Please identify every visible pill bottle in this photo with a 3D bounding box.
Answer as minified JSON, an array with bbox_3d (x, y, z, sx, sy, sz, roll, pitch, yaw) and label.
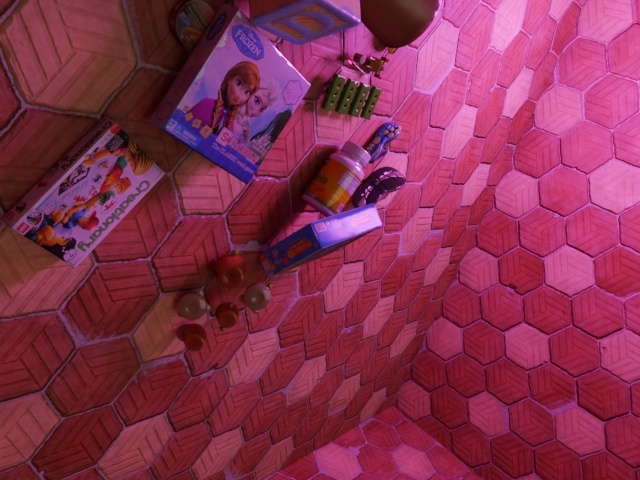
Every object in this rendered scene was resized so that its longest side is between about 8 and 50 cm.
[{"bbox_3d":[0.058,-0.204,1.799,0.246,0.136,0.136,-55,148,-2],"label":"pill bottle"}]

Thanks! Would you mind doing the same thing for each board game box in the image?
[{"bbox_3d":[0.000,0.000,1.786,0.308,0.086,0.302,-20,173,-43],"label":"board game box"},{"bbox_3d":[-0.514,-0.103,1.202,0.305,0.053,0.193,-50,148,-11],"label":"board game box"},{"bbox_3d":[-0.205,-0.339,1.318,0.318,0.066,0.318,-58,145,1],"label":"board game box"}]

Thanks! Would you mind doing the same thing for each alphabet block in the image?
[{"bbox_3d":[-0.038,-0.583,1.216,0.192,0.193,0.197,-2,88,-57],"label":"alphabet block"}]

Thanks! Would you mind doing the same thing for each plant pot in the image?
[{"bbox_3d":[0.160,-0.685,1.459,0.254,0.237,0.237,14,107,-41],"label":"plant pot"}]

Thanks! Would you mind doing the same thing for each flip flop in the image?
[{"bbox_3d":[0.218,-0.190,2.069,0.277,0.112,0.080,-40,170,-28],"label":"flip flop"}]

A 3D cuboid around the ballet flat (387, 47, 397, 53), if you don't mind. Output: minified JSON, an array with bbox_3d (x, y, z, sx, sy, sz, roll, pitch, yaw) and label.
[{"bbox_3d":[0.257,-0.695,1.682,0.077,0.077,0.231,22,129,-22],"label":"ballet flat"}]

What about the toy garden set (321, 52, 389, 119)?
[{"bbox_3d":[0.109,-0.498,1.696,0.244,0.049,0.204,-3,122,-51],"label":"toy garden set"}]

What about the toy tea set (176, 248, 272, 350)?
[{"bbox_3d":[-0.321,0.185,1.666,0.336,0.124,0.200,-36,112,1],"label":"toy tea set"}]

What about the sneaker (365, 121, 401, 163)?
[{"bbox_3d":[0.223,-0.357,1.968,0.188,0.067,0.078,-51,169,-12],"label":"sneaker"}]

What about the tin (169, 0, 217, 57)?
[{"bbox_3d":[-0.268,-0.463,1.231,0.106,0.040,0.190,-47,146,-8],"label":"tin"}]
